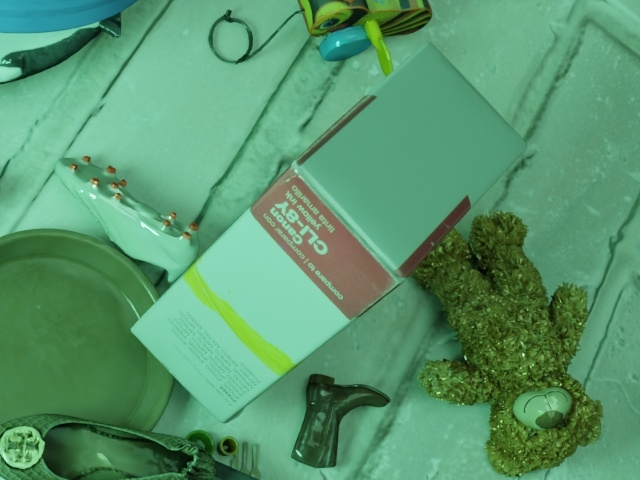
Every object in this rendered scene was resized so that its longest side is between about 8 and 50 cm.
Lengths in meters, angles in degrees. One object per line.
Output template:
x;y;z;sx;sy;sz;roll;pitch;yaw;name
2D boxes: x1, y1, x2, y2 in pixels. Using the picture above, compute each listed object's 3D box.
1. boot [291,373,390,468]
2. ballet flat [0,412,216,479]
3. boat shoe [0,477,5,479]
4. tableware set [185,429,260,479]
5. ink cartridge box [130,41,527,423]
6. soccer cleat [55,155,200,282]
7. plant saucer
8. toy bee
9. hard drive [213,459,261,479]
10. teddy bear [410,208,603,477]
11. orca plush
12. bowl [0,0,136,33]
0.024;0.223;1.756;0.106;0.037;0.114;14;62;-7;boot
-0.227;0.228;1.572;0.250;0.058;0.084;12;67;-21;ballet flat
-0.325;0.274;1.569;0.100;0.035;0.035;48;56;-11;boat shoe
-0.113;0.291;1.672;0.104;0.024;0.154;10;68;-22;tableware set
0.000;0.000;1.602;0.160;0.385;0.279;46;48;-2;ink cartridge box
-0.230;-0.024;1.711;0.196;0.076;0.068;33;25;4;soccer cleat
-0.294;0.122;1.636;0.278;0.041;0.278;9;68;-23;plant saucer
0.037;-0.287;1.880;0.298;0.162;0.195;-38;92;-32;toy bee
-0.127;0.311;1.633;0.094;0.022;0.135;24;70;3;hard drive
0.235;0.120;1.857;0.245;0.113;0.338;3;70;-23;teddy bear
-0.367;-0.233;1.691;0.287;0.102;0.151;-22;83;-6;orca plush
-0.357;-0.368;1.672;0.391;0.077;0.391;8;43;-7;bowl
